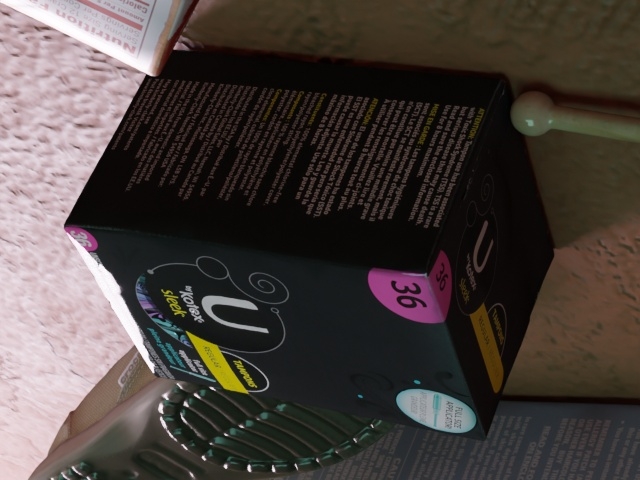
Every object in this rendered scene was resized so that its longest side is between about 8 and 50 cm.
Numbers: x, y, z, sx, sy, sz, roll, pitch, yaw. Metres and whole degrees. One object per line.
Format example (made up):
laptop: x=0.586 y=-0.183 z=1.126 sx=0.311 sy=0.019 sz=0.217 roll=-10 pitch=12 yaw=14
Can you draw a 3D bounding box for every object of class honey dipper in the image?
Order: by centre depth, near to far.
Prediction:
honey dipper: x=0.146 y=-0.038 z=0.670 sx=0.161 sy=0.030 sz=0.030 roll=13 pitch=148 yaw=26

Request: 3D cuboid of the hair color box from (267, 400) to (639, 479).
hair color box: x=0.145 y=0.177 z=0.916 sx=0.374 sy=0.113 sz=0.185 roll=-1 pitch=141 yaw=38

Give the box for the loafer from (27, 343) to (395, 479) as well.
loafer: x=-0.052 y=0.073 z=0.922 sx=0.268 sy=0.092 sz=0.102 roll=-28 pitch=127 yaw=35

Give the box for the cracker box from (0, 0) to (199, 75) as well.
cracker box: x=-0.018 y=-0.168 z=0.457 sx=0.067 sy=0.155 sz=0.232 roll=26 pitch=150 yaw=-4

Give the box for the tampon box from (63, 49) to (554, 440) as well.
tampon box: x=0.000 y=0.000 z=0.754 sx=0.161 sy=0.101 sz=0.120 roll=8 pitch=146 yaw=25
